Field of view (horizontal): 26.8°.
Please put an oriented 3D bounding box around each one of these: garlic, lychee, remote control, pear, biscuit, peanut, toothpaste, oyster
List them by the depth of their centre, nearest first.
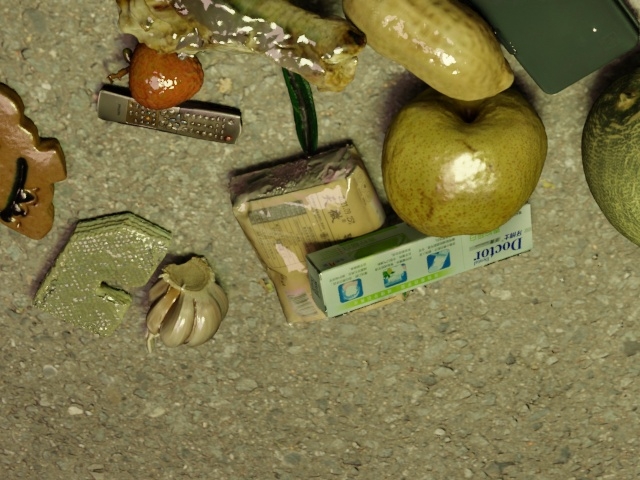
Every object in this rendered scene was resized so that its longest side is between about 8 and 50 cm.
[{"bbox_3d":[-0.108,-0.288,1.755,0.337,0.133,0.197,26,117,-8],"label":"oyster"},{"bbox_3d":[0.145,-0.273,1.764,0.253,0.137,0.122,35,98,2],"label":"peanut"},{"bbox_3d":[-0.232,-0.228,1.863,0.140,0.101,0.114,-10,147,0],"label":"lychee"},{"bbox_3d":[0.199,-0.105,1.865,0.229,0.188,0.211,1,131,3],"label":"pear"},{"bbox_3d":[-0.218,-0.182,1.950,0.212,0.028,0.059,11,126,-4],"label":"remote control"},{"bbox_3d":[0.147,0.017,1.953,0.337,0.067,0.081,-18,122,-15],"label":"toothpaste"},{"bbox_3d":[-0.532,-0.105,2.033,0.302,0.043,0.278,-6,128,11],"label":"biscuit"},{"bbox_3d":[-0.231,0.126,2.135,0.127,0.131,0.194,46,123,7],"label":"garlic"},{"bbox_3d":[-0.348,0.050,2.139,0.147,0.046,0.250,28,126,-15],"label":"biscuit"}]

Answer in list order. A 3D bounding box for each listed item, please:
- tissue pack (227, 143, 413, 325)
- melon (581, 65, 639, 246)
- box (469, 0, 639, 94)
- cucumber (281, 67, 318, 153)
[{"bbox_3d":[0.000,0.000,2.014,0.215,0.123,0.256,-14,128,16],"label":"tissue pack"},{"bbox_3d":[0.496,-0.095,1.812,0.249,0.248,0.329,-34,121,28],"label":"melon"},{"bbox_3d":[0.304,-0.312,1.776,0.160,0.050,0.230,-30,121,26],"label":"box"},{"bbox_3d":[-0.026,-0.194,1.917,0.036,0.033,0.184,-16,129,-1],"label":"cucumber"}]
